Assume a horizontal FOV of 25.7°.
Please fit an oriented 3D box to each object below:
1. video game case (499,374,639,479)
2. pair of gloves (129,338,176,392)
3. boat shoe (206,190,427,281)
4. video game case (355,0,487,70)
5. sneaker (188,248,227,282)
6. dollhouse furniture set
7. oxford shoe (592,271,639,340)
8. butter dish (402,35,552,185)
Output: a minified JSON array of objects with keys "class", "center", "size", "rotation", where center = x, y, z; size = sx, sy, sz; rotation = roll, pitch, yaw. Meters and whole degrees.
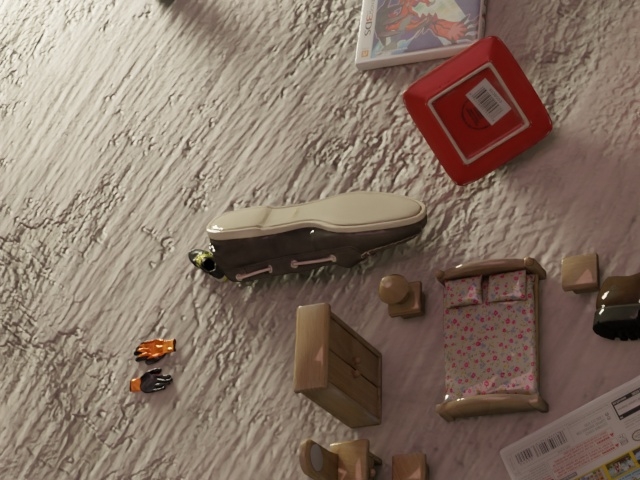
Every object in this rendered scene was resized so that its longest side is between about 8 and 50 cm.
[{"class":"video game case","center":[0.350,0.286,1.665],"size":[0.227,0.026,0.206],"rotation":[-30,54,12]},{"class":"pair of gloves","center":[-0.247,0.184,2.063],"size":[0.074,0.010,0.083],"rotation":[-10,62,25]},{"class":"boat shoe","center":[0.000,0.000,1.983],"size":[0.335,0.095,0.112],"rotation":[-4,28,24]},{"class":"video game case","center":[0.153,-0.350,2.106],"size":[0.201,0.023,0.183],"rotation":[-5,63,27]},{"class":"sneaker","center":[-0.169,0.031,2.082],"size":[0.083,0.035,0.031],"rotation":[29,81,37]},{"class":"dollhouse furniture set","center":[0.161,0.156,1.746],"size":[0.356,0.174,0.303],"rotation":[-11,61,25]},{"class":"oxford shoe","center":[0.442,0.061,1.696],"size":[0.227,0.083,0.096],"rotation":[-3,60,27]},{"class":"butter dish","center":[0.216,-0.182,1.933],"size":[0.160,0.118,0.160],"rotation":[-32,96,12]}]
